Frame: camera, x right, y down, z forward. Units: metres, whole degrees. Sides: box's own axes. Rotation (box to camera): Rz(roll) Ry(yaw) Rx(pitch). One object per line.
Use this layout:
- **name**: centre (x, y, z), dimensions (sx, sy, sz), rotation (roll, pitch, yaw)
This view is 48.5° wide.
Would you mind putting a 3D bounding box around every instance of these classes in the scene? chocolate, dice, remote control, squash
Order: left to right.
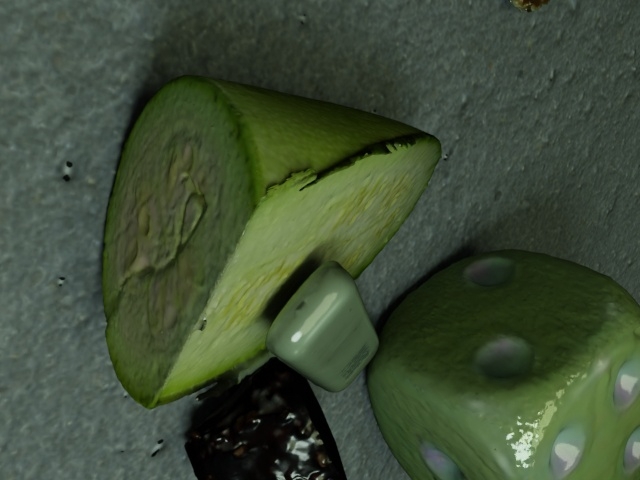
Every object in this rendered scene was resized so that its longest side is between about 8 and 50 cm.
- **chocolate**: centre (-0.063, 0.190, 0.685), dimensions (0.133, 0.156, 0.156), rotation (-23, 124, -2)
- **squash**: centre (0.000, 0.000, 0.597), dimensions (0.308, 0.210, 0.234), rotation (8, 123, -38)
- **remote control**: centre (0.011, 0.092, 0.653), dimensions (0.090, 0.038, 0.309), rotation (-49, 163, -7)
- **dice**: centre (0.220, 0.176, 0.818), dimensions (0.249, 0.254, 0.252), rotation (-36, 125, -26)

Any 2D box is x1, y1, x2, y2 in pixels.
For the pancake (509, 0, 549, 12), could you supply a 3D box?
- **pancake**: centre (0.262, -0.387, 0.776), dimensions (0.257, 0.056, 0.212), rotation (-47, 130, -17)
